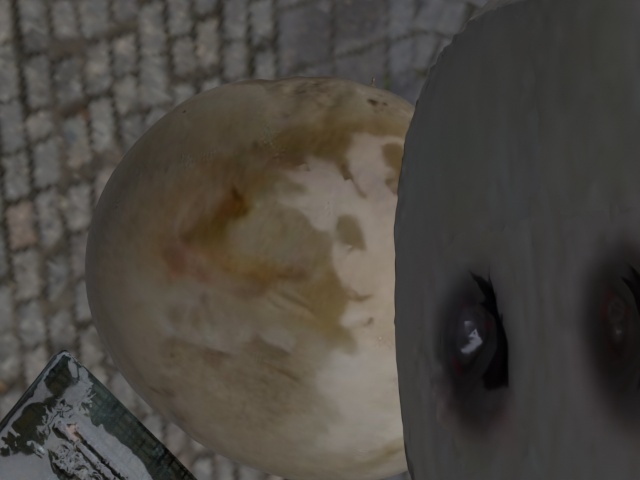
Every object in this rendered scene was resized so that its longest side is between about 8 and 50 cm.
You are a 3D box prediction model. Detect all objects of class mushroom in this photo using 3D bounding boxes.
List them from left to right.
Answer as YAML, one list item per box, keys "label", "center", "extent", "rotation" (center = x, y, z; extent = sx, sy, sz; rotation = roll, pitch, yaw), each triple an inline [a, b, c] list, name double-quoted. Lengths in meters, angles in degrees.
- label: "mushroom"
  center: [0.000, 0.000, 1.218]
  extent: [0.290, 0.293, 0.292]
  rotation: [-63, 157, -55]

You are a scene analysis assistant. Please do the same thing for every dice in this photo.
- label: "dice"
  center: [0.138, 0.023, 0.453]
  extent: [0.193, 0.192, 0.194]
  rotation: [-1, 89, -22]

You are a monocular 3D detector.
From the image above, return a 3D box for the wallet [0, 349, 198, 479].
- label: "wallet"
  center: [-0.177, 0.221, 1.003]
  extent: [0.169, 0.044, 0.317]
  rotation: [48, 50, -13]
